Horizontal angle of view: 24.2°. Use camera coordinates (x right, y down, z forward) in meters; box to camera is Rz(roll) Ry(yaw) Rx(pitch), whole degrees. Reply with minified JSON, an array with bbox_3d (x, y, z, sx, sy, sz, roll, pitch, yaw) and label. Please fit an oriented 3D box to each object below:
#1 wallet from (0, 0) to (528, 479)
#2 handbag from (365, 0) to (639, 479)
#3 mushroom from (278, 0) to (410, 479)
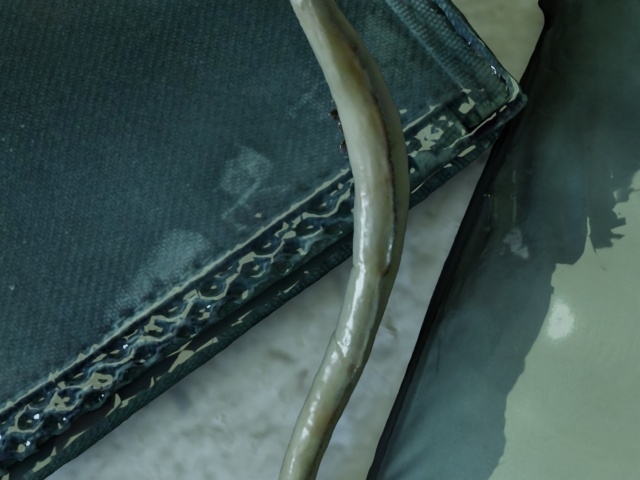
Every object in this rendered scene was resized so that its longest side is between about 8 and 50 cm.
[{"bbox_3d":[-0.106,-0.043,0.698,0.342,0.075,0.237,-36,68,-2],"label":"wallet"},{"bbox_3d":[0.150,0.019,0.655,0.192,0.075,0.332,18,81,14],"label":"handbag"},{"bbox_3d":[0.002,0.001,0.613,0.043,0.068,0.306,18,114,31],"label":"mushroom"}]
